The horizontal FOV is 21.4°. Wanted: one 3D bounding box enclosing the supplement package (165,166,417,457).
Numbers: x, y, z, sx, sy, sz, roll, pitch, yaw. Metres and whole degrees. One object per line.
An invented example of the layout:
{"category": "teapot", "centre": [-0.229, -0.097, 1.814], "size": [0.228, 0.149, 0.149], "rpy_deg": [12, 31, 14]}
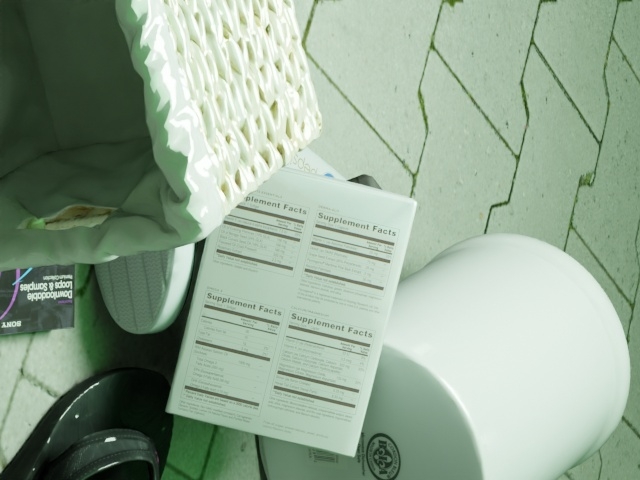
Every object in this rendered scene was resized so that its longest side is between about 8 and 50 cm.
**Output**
{"category": "supplement package", "centre": [-0.029, 0.061, 1.751], "size": [0.199, 0.198, 0.263], "rpy_deg": [-83, -174, -87]}

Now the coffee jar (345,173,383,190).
{"category": "coffee jar", "centre": [0.000, 0.000, 1.909], "size": [0.096, 0.184, 0.079], "rpy_deg": [50, 18, -48]}

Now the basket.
{"category": "basket", "centre": [-0.207, -0.168, 1.401], "size": [0.266, 0.328, 0.331], "rpy_deg": [-35, 114, -56]}

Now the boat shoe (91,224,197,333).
{"category": "boat shoe", "centre": [-0.153, -0.073, 1.715], "size": [0.119, 0.121, 0.335], "rpy_deg": [3, 87, -55]}

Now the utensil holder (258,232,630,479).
{"category": "utensil holder", "centre": [0.155, 0.197, 2.052], "size": [0.385, 0.327, 0.328], "rpy_deg": [-27, 115, -55]}

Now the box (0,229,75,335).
{"category": "box", "centre": [-0.277, 0.007, 1.603], "size": [0.116, 0.029, 0.162], "rpy_deg": [-3, 95, -59]}

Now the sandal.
{"category": "sandal", "centre": [-0.243, 0.274, 1.598], "size": [0.446, 0.107, 0.168], "rpy_deg": [-44, 128, -49]}

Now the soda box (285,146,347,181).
{"category": "soda box", "centre": [-0.038, -0.067, 1.955], "size": [0.216, 0.074, 0.069], "rpy_deg": [36, 61, -54]}
